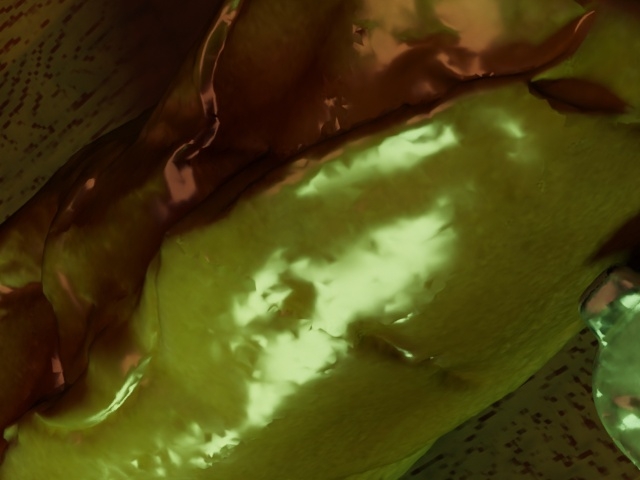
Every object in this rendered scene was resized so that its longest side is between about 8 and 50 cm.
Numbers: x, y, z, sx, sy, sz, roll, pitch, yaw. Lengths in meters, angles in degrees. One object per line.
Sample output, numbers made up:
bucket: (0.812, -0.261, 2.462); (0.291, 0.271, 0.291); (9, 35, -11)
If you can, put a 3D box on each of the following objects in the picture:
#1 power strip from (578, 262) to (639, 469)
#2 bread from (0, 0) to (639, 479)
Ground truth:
power strip: (0.189, 0.101, 0.519); (0.286, 0.048, 0.080); (40, 118, -1)
bread: (0.001, 0.005, 0.600); (0.344, 0.195, 0.149); (-44, 70, 37)
